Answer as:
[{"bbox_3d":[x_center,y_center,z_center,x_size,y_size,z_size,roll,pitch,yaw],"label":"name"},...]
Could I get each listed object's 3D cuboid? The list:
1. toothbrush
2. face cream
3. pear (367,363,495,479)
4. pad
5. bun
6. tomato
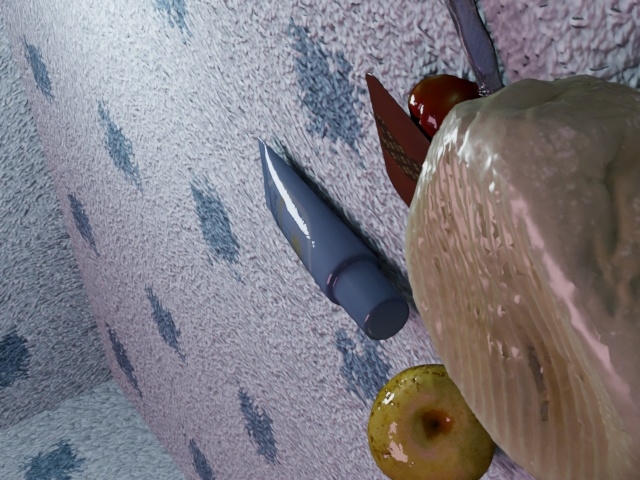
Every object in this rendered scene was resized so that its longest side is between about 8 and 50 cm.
[{"bbox_3d":[0.150,-0.197,1.152,0.413,0.035,0.042,68,161,-7],"label":"toothbrush"},{"bbox_3d":[0.000,0.000,1.655,0.385,0.086,0.135,50,154,45],"label":"face cream"},{"bbox_3d":[0.142,0.241,1.497,0.178,0.178,0.178,49,154,35],"label":"pear"},{"bbox_3d":[0.112,-0.067,1.320,0.181,0.004,0.267,53,172,27],"label":"pad"},{"bbox_3d":[0.231,0.031,0.949,0.352,0.227,0.348,33,142,58],"label":"bun"},{"bbox_3d":[0.134,-0.131,1.214,0.087,0.075,0.087,58,173,12],"label":"tomato"}]
